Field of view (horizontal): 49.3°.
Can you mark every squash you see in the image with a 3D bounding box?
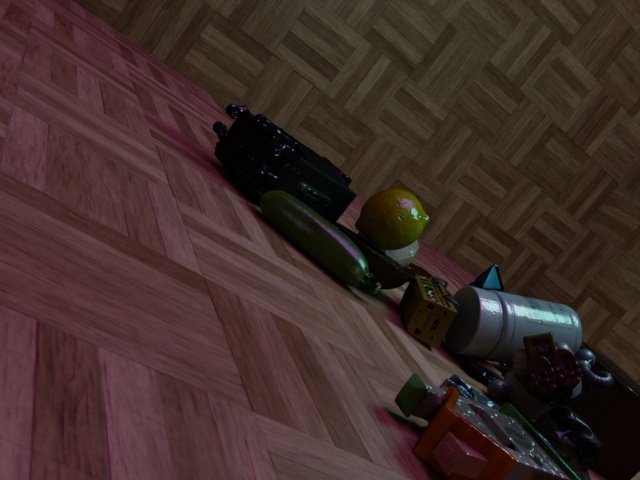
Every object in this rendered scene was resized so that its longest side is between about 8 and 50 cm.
[{"bbox_3d":[0.000,0.000,1.722,0.379,0.101,0.101,41,10,13],"label":"squash"}]

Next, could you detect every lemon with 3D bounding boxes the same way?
[{"bbox_3d":[0.197,-0.058,1.952,0.173,0.206,0.173,163,-90,-79],"label":"lemon"}]

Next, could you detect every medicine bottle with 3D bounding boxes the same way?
[{"bbox_3d":[0.511,0.238,1.876,0.332,0.190,0.190,12,19,-20],"label":"medicine bottle"}]

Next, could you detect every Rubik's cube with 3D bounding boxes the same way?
[{"bbox_3d":[0.481,0.270,2.083,0.234,0.284,0.250,35,-25,-11],"label":"Rubik's cube"}]

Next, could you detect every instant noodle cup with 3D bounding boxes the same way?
[{"bbox_3d":[0.126,0.062,1.865,0.274,0.091,0.274,35,4,-3],"label":"instant noodle cup"}]

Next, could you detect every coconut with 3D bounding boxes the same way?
[{"bbox_3d":[0.191,0.015,2.108,0.194,0.194,0.194,36,10,-7],"label":"coconut"}]

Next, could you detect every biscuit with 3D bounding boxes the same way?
[{"bbox_3d":[0.380,0.153,2.518,0.208,0.041,0.290,39,11,13],"label":"biscuit"}]

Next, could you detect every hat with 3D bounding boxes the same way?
[{"bbox_3d":[0.527,0.435,1.509,0.265,0.128,0.265,40,11,-9],"label":"hat"}]

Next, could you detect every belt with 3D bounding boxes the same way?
[{"bbox_3d":[0.330,0.354,1.341,0.302,0.072,0.087,36,14,-22],"label":"belt"}]

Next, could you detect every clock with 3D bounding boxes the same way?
[{"bbox_3d":[0.251,0.331,1.103,0.255,0.106,0.220,26,13,-30],"label":"clock"}]

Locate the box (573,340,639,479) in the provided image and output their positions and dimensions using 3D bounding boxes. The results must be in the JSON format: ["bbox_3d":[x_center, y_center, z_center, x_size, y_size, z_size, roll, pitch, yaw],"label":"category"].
[{"bbox_3d":[0.748,0.453,1.890,0.239,0.229,0.339,34,10,-22],"label":"box"}]

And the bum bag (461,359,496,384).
[{"bbox_3d":[0.413,0.341,1.789,0.124,0.034,0.058,33,-1,-28],"label":"bum bag"}]

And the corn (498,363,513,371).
[{"bbox_3d":[0.650,0.393,2.198,0.102,0.102,0.313,44,12,34],"label":"corn"}]

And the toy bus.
[{"bbox_3d":[0.284,0.175,1.862,0.123,0.121,0.335,24,11,-2],"label":"toy bus"}]

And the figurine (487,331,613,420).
[{"bbox_3d":[0.528,0.327,1.663,0.382,0.261,0.186,57,29,-66],"label":"figurine"}]

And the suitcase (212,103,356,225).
[{"bbox_3d":[-0.096,-0.191,1.968,0.283,0.194,0.434,44,12,35],"label":"suitcase"}]
